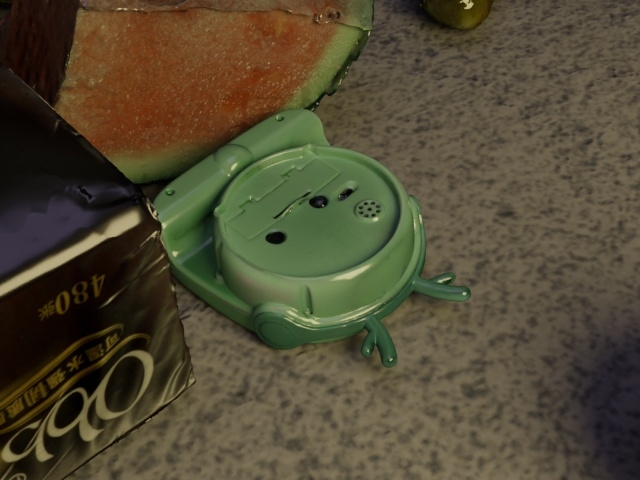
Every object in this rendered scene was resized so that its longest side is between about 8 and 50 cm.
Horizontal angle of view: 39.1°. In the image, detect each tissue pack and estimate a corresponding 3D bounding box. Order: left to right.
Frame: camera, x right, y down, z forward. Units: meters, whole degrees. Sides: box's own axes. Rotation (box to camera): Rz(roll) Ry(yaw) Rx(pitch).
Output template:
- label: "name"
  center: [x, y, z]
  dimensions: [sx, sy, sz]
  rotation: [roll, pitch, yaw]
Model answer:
- label: "tissue pack"
  center: [-0.271, 0.068, 0.495]
  dimensions: [0.370, 0.198, 0.210]
  rotation: [-34, 50, -24]

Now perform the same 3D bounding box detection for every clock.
- label: "clock"
  center: [0.000, 0.000, 0.626]
  dimensions: [0.211, 0.066, 0.159]
  rotation: [33, 59, 29]

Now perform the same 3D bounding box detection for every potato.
- label: "potato"
  center: [0.132, -0.269, 0.855]
  dimensions: [0.105, 0.085, 0.188]
  rotation: [17, 51, -9]

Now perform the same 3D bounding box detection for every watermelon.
- label: "watermelon"
  center: [-0.104, -0.137, 0.672]
  dimensions: [0.318, 0.226, 0.148]
  rotation: [-16, 71, 0]

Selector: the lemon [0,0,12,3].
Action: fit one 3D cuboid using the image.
- label: "lemon"
  center: [-0.304, -0.325, 0.881]
  dimensions: [0.173, 0.173, 0.206]
  rotation: [-1, 49, 4]
